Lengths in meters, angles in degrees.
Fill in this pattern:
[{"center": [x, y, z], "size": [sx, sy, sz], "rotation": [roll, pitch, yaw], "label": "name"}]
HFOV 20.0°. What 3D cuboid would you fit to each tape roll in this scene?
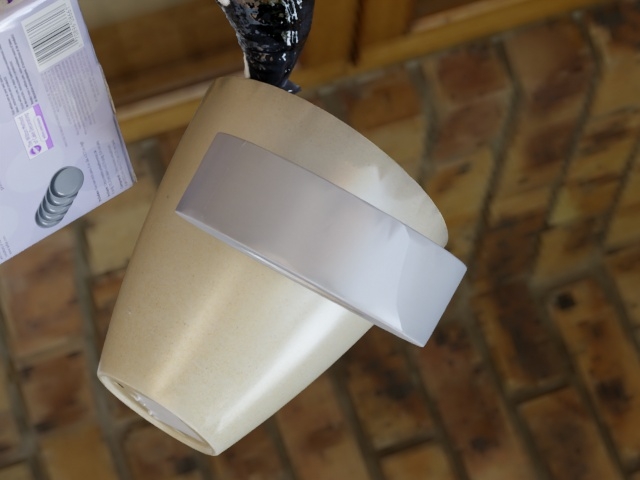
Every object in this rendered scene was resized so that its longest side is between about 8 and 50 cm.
[{"center": [0.000, 0.000, 1.392], "size": [0.219, 0.072, 0.219], "rotation": [28, -2, 1], "label": "tape roll"}]

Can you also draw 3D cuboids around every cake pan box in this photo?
[{"center": [-0.282, -0.077, 1.407], "size": [0.070, 0.246, 0.267], "rotation": [47, -17, 31], "label": "cake pan box"}]

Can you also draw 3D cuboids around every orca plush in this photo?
[{"center": [-0.060, -0.216, 1.488], "size": [0.102, 0.151, 0.287], "rotation": [-116, -152, -57], "label": "orca plush"}]

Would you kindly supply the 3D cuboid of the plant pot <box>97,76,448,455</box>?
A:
[{"center": [-0.066, 0.042, 1.600], "size": [0.256, 0.274, 0.256], "rotation": [31, -16, 10], "label": "plant pot"}]
